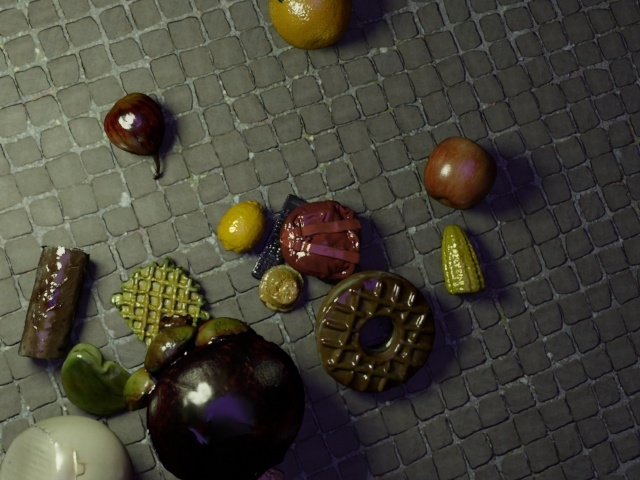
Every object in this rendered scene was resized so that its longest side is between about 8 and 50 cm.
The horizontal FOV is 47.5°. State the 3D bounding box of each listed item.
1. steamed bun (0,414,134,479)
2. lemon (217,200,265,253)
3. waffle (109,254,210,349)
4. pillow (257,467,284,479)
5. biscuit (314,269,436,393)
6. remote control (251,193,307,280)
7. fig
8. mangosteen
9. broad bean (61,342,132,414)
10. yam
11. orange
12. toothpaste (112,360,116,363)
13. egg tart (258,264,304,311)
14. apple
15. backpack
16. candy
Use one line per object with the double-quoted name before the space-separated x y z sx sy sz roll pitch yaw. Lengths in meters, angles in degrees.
"steamed bun" -0.565 0.560 1.697 0.309 0.309 0.309 1 85 -9
"lemon" -0.200 -0.037 1.876 0.114 0.114 0.155 37 73 -4
"waffle" -0.404 0.158 1.855 0.204 0.054 0.223 -37 93 -10
"pillow" -0.213 0.609 1.853 0.232 0.043 0.126 27 86 -8
"biscuit" 0.140 0.236 1.877 0.332 0.103 0.332 -4 103 -16
"remote control" -0.108 -0.004 1.931 0.063 0.025 0.245 27 81 -7
"fig" -0.455 -0.280 1.835 0.148 0.149 0.202 -41 83 8
"mangosteen" -0.251 0.377 1.700 0.421 0.381 0.381 34 81 -5
"broad bean" -0.548 0.350 1.788 0.153 0.072 0.206 -35 106 6
"yam" -0.650 0.150 1.782 0.131 0.131 0.279 12 85 -8
"orange" -0.028 -0.616 1.904 0.236 0.236 0.236 1 85 -9
"toothpaste" -0.556 0.326 1.832 0.083 0.020 0.017 -19 90 -10
"egg tart" -0.099 0.128 1.896 0.129 0.049 0.129 -2 96 -18
"apple" 0.370 -0.177 1.942 0.188 0.188 0.174 27 86 -6
"backpack" -0.001 0.000 1.888 0.229 0.139 0.229 1 87 -14
"candy" 0.377 0.052 1.972 0.106 0.094 0.199 -10 80 -9
